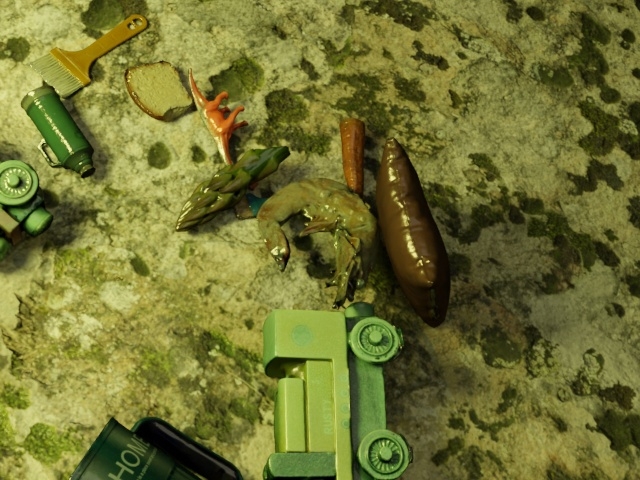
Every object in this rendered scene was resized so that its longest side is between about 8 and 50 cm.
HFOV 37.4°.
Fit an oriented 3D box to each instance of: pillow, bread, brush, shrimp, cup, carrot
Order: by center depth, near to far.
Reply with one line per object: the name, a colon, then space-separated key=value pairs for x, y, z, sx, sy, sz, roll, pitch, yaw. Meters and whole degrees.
cup: x=-0.276 y=0.455 z=1.512 sx=0.292 sy=0.308 sz=0.242 roll=34 pitch=92 yaw=-2
shrimp: x=0.000 y=0.000 z=1.828 sx=0.247 sy=0.085 sz=0.360 roll=3 pitch=44 yaw=-10
pillow: x=0.177 y=-0.008 z=1.833 sx=0.109 sy=0.308 sz=0.305 roll=-16 pitch=70 yaw=3
brush: x=-0.101 y=-0.080 z=1.922 sx=0.164 sy=0.014 sz=0.051 roll=-14 pitch=73 yaw=-25
bread: x=-0.332 y=-0.302 z=1.932 sx=0.126 sy=0.044 sz=0.129 roll=-23 pitch=72 yaw=-34
brush: x=-0.460 y=-0.393 z=1.945 sx=0.103 sy=0.013 sz=0.272 roll=44 pitch=59 yaw=4
carrot: x=0.073 y=-0.148 z=1.996 sx=0.057 sy=0.057 sz=0.224 roll=4 pitch=68 yaw=-17

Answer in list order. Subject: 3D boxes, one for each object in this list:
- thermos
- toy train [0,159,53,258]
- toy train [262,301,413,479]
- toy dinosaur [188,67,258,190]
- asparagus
thermos: x=-0.497 y=-0.200 z=1.807 sx=0.083 sy=0.073 sz=0.187 roll=-30 pitch=79 yaw=-29
toy train: x=-0.634 y=-0.084 z=1.675 sx=0.304 sy=0.150 sz=0.221 roll=40 pitch=70 yaw=1
toy train: x=0.021 y=0.298 z=1.712 sx=0.253 sy=0.160 sz=0.397 roll=3 pitch=65 yaw=-10
toy dinosaur: x=-0.195 y=-0.232 z=1.941 sx=0.101 sy=0.055 sz=0.279 roll=-35 pitch=82 yaw=-20
asparagus: x=-0.182 y=-0.109 z=1.866 sx=0.080 sy=0.080 sz=0.287 roll=45 pitch=69 yaw=5
